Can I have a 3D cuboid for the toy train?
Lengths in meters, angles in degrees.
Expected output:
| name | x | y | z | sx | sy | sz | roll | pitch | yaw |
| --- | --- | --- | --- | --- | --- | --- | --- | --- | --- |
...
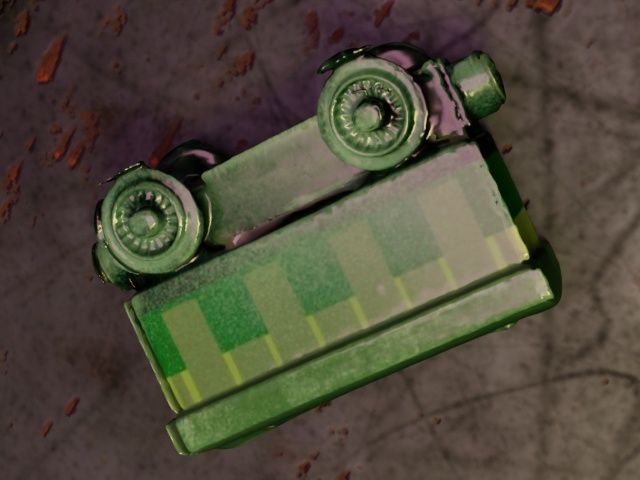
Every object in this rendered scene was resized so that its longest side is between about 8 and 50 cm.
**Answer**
| name | x | y | z | sx | sy | sz | roll | pitch | yaw |
| --- | --- | --- | --- | --- | --- | --- | --- | --- | --- |
| toy train | 0.000 | 0.000 | 0.774 | 0.300 | 0.120 | 0.202 | -26 | 91 | 18 |
